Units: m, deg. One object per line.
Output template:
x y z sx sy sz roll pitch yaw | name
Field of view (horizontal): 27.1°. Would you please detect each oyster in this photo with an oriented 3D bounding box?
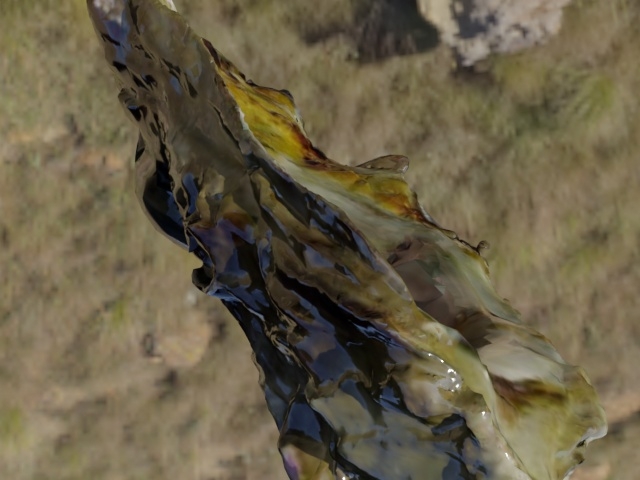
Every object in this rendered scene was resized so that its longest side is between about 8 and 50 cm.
0.007 0.008 0.539 0.096 0.361 0.221 -50 142 16 | oyster
